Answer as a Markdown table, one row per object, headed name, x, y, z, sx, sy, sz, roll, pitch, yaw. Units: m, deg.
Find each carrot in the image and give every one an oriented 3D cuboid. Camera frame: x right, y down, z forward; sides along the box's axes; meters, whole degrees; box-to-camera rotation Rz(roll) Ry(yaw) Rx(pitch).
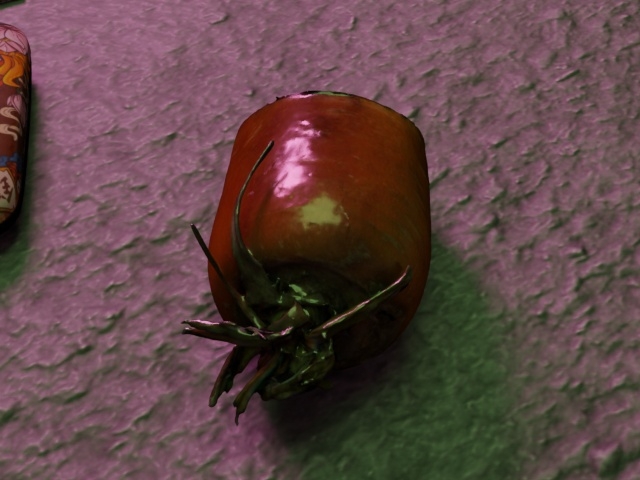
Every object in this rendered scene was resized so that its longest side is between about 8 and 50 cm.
| name | x | y | z | sx | sy | sz | roll | pitch | yaw |
| --- | --- | --- | --- | --- | --- | --- | --- | --- | --- |
| carrot | 0.000 | 0.000 | 1.035 | 0.193 | 0.214 | 0.331 | 2 | 50 | 7 |

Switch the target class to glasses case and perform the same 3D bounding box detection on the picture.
| name | x | y | z | sx | sy | sz | roll | pitch | yaw |
| --- | --- | --- | --- | --- | --- | --- | --- | --- | --- |
| glasses case | -0.365 | -0.118 | 1.224 | 0.122 | 0.082 | 0.321 | -3 | 46 | -7 |

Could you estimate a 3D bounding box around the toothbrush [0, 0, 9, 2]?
| name | x | y | z | sx | sy | sz | roll | pitch | yaw |
| --- | --- | --- | --- | --- | --- | --- | --- | --- | --- |
| toothbrush | -0.256 | -0.359 | 1.496 | 0.342 | 0.025 | 0.030 | -22 | 57 | -21 |
